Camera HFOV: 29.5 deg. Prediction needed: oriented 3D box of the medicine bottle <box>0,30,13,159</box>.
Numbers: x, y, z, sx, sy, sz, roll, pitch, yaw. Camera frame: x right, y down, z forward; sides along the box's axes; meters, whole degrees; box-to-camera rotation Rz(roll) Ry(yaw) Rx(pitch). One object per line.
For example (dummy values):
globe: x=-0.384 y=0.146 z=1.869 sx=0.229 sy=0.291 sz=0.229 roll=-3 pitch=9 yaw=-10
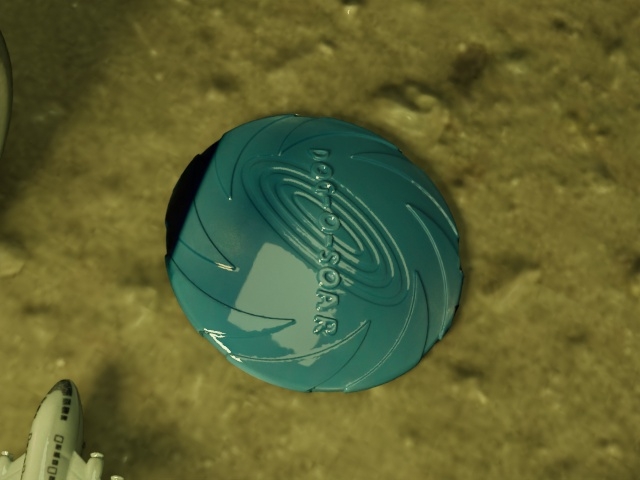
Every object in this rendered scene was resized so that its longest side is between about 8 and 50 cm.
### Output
medicine bottle: x=-0.383 y=-0.099 z=0.774 sx=0.306 sy=0.245 sz=0.245 roll=24 pitch=60 yaw=8

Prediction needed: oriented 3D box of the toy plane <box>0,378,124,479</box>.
toy plane: x=-0.179 y=0.172 z=0.789 sx=0.162 sy=0.065 sz=0.171 roll=0 pitch=51 yaw=12

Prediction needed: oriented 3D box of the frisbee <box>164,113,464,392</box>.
frisbee: x=0.000 y=0.000 z=0.942 sx=0.242 sy=0.045 sz=0.242 roll=6 pitch=61 yaw=-12
